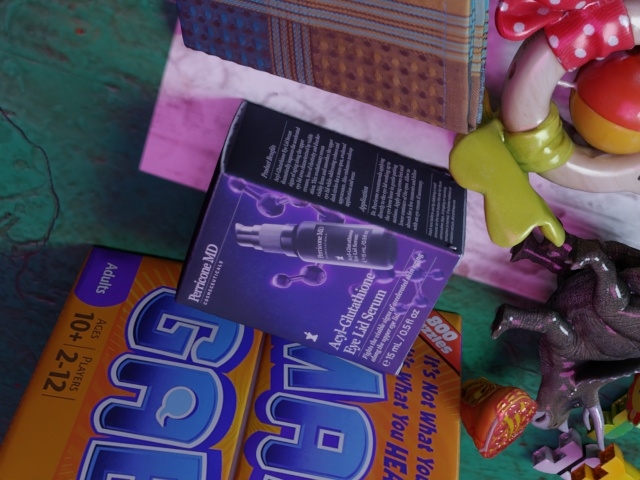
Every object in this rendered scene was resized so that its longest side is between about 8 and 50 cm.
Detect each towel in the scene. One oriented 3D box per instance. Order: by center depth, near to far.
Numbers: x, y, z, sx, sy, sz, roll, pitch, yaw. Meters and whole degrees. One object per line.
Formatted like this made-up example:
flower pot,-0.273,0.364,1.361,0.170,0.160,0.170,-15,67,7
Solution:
towel,-0.006,-0.261,0.752,0.271,0.040,0.370,22,136,28

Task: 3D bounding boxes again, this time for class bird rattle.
bird rattle,0.199,-0.123,0.868,0.207,0.143,0.253,11,116,-14

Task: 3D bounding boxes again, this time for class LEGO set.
LEGO set,0.313,0.200,1.095,0.093,0.087,0.227,34,126,-17

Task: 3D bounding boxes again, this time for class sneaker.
sneaker,0.144,0.151,1.014,0.067,0.064,0.175,48,170,13

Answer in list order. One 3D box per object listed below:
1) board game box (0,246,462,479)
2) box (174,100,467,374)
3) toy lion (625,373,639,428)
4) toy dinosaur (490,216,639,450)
board game box,-0.086,0.277,1.045,0.357,0.356,0.356,10,128,0
box,0.000,0.000,0.974,0.207,0.108,0.153,18,129,-6
toy lion,0.300,0.115,1.023,0.034,0.096,0.100,21,128,-8
toy dinosaur,0.245,0.050,0.952,0.160,0.121,0.313,23,146,-11
